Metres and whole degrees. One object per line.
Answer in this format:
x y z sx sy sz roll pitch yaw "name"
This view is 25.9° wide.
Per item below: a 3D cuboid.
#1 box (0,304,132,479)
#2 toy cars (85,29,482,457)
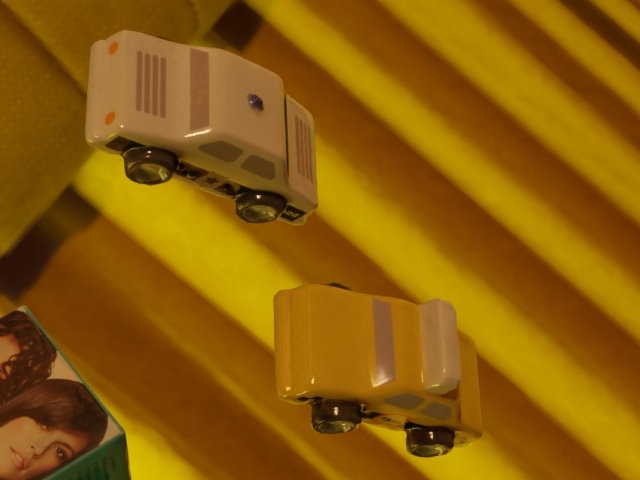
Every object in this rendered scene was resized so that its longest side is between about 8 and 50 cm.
-0.221 0.137 0.680 0.244 0.100 0.060 -31 149 -24 "box"
0.000 0.000 0.953 0.087 0.393 0.176 -28 -167 40 "toy cars"
